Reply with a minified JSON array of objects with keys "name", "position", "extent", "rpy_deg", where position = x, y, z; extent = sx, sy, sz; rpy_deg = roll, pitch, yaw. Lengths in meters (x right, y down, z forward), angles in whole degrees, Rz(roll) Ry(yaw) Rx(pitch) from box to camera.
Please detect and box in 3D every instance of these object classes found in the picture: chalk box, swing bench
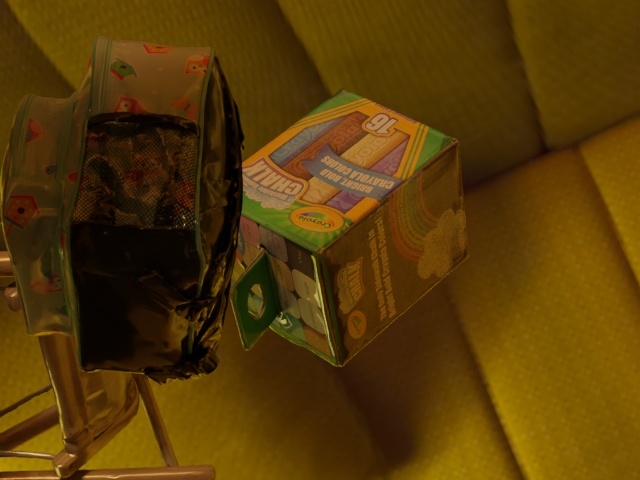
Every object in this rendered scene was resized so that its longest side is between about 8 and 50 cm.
[{"name":"chalk box","position":[0.000,0.000,1.120],"extent":[0.213,0.132,0.132],"rpy_deg":[-37,138,-28]},{"name":"swing bench","position":[-0.233,0.089,1.100],"extent":[0.255,0.165,0.253],"rpy_deg":[-13,130,-14]}]

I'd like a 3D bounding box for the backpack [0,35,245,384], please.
[{"name":"backpack","position":[-0.115,-0.028,0.843],"extent":[0.144,0.188,0.166],"rpy_deg":[8,147,4]}]
